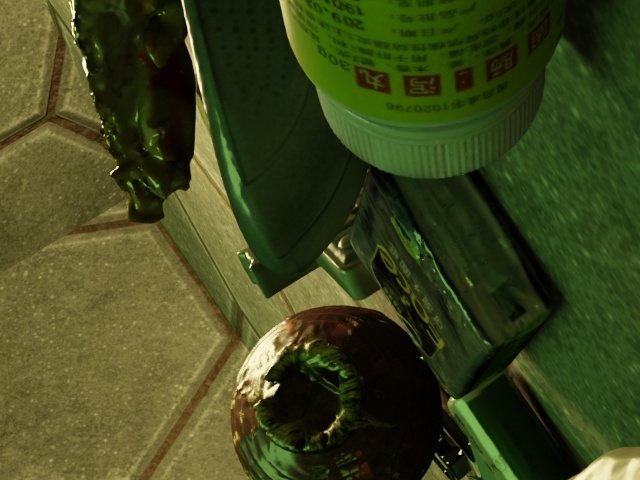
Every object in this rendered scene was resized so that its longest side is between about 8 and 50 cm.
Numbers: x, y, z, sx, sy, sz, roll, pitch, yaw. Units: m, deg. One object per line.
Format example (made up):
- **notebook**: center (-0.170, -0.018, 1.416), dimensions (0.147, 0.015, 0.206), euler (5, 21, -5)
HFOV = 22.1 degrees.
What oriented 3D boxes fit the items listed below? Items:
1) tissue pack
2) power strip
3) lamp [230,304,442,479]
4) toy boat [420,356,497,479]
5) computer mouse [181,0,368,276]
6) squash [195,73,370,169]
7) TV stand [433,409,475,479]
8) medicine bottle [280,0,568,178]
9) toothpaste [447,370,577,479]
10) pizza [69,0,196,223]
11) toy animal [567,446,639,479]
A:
- **tissue pack**: center (0.095, 0.021, 1.261), dimensions (0.173, 0.073, 0.235), euler (58, 170, 10)
- **power strip**: center (0.000, 0.000, 1.494), dimensions (0.061, 0.145, 0.216), euler (65, 170, -28)
- **lamp**: center (0.014, 0.185, 1.762), dimensions (0.247, 0.247, 0.247), euler (57, 171, 13)
- **toy boat**: center (0.183, 0.237, 1.549), dimensions (0.210, 0.070, 0.291), euler (45, 161, 42)
- **computer mouse**: center (-0.035, -0.164, 1.159), dimensions (0.188, 0.122, 0.371), euler (32, -138, -85)
- **squash**: center (-0.038, -0.115, 1.431), dimensions (0.170, 0.123, 0.170), euler (62, 175, 10)
- **TV stand**: center (0.104, 0.186, 1.900), dimensions (0.249, 0.042, 0.036), euler (50, 170, 46)
- **medicine bottle**: center (0.047, -0.134, 0.768), dimensions (0.139, 0.139, 0.225), euler (55, 171, 25)
- **toothpaste**: center (0.216, 0.244, 1.410), dimensions (0.392, 0.061, 0.099), euler (55, 171, 4)
- **pizza**: center (-0.143, -0.222, 1.341), dimensions (0.440, 0.130, 0.406), euler (-99, 0, -81)
- **toy animal**: center (0.221, 0.236, 0.932), dimensions (0.308, 0.188, 0.266), euler (-50, 30, 45)
